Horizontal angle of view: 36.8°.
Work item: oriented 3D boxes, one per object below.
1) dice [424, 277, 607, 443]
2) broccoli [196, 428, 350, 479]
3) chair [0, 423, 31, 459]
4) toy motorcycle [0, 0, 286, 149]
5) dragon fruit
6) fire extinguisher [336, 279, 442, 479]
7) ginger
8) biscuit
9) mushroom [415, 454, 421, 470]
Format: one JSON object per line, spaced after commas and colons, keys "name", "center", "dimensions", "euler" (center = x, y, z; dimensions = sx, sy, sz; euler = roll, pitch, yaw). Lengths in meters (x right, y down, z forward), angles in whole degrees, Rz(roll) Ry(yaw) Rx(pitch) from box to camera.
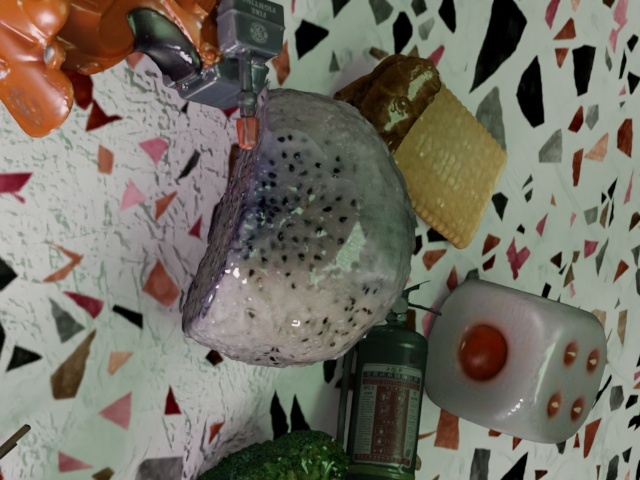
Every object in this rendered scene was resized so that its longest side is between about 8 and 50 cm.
{"name": "dice", "center": [0.271, 0.167, 1.345], "dimensions": [0.192, 0.194, 0.193], "euler": [16, 89, -46]}
{"name": "broccoli", "center": [-0.039, 0.354, 1.036], "dimensions": [0.308, 0.275, 0.308], "euler": [14, 90, -79]}
{"name": "chair", "center": [-0.340, 0.219, 0.784], "dimensions": [0.221, 0.095, 0.104], "euler": [-46, 122, -26]}
{"name": "toy motorcycle", "center": [-0.171, -0.183, 0.808], "dimensions": [0.325, 0.148, 0.221], "euler": [10, 73, -42]}
{"name": "dragon fruit", "center": [0.000, 0.000, 0.945], "dimensions": [0.204, 0.221, 0.283], "euler": [18, 86, -11]}
{"name": "fire extinguisher", "center": [0.084, 0.185, 1.202], "dimensions": [0.093, 0.118, 0.294], "euler": [105, -7, -74]}
{"name": "ginger", "center": [0.059, -0.148, 1.091], "dimensions": [0.073, 0.103, 0.162], "euler": [31, 98, -34]}
{"name": "biscuit", "center": [0.158, -0.102, 1.258], "dimensions": [0.249, 0.030, 0.160], "euler": [34, 78, -47]}
{"name": "mushroom", "center": [0.059, 0.376, 1.249], "dimensions": [0.108, 0.096, 0.247], "euler": [64, 48, -81]}
